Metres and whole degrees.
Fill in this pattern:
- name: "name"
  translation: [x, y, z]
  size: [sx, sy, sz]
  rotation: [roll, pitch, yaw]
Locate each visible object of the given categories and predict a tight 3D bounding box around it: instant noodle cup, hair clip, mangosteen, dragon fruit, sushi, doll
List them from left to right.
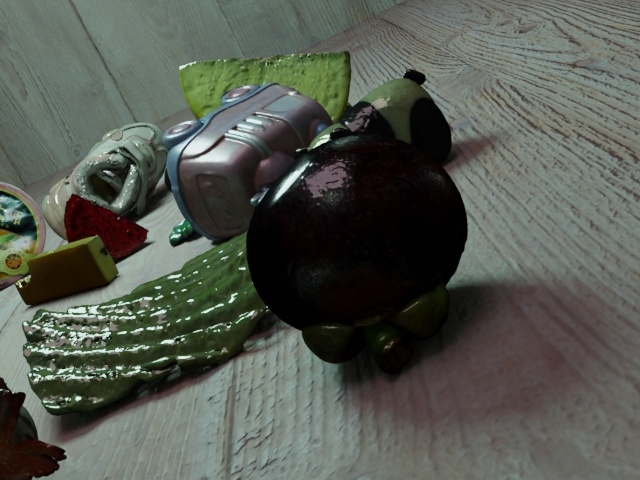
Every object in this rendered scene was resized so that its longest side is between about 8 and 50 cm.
- name: "sushi"
  translation: [-0.410, 0.243, 0.942]
  size: [0.332, 0.124, 0.130]
  rotation: [-19, 26, 30]
- name: "instant noodle cup"
  translation: [-0.743, -0.007, 2.051]
  size: [0.244, 0.244, 0.255]
  rotation: [-32, 9, -18]
- name: "dragon fruit"
  translation: [-0.416, -0.008, 1.714]
  size: [0.106, 0.162, 0.083]
  rotation: [-66, 18, -11]
- name: "hair clip"
  translation: [-0.192, -0.052, 1.644]
  size: [0.195, 0.052, 0.124]
  rotation: [-39, 10, -11]
- name: "mangosteen"
  translation: [0.044, 0.008, 0.870]
  size: [0.216, 0.216, 0.216]
  rotation: [-24, 17, 8]
- name: "doll"
  translation: [0.080, -0.142, 1.345]
  size: [0.234, 0.135, 0.143]
  rotation: [-36, 17, -16]

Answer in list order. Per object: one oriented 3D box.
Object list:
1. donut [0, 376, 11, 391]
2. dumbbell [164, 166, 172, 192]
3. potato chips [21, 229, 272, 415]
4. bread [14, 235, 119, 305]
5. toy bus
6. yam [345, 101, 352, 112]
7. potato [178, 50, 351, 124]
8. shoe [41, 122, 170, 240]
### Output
- name: "donut"
  translation: [-0.528, 0.219, 1.209]
  size: [0.187, 0.126, 0.144]
  rotation: [-17, 13, 30]
- name: "dumbbell"
  translation: [-0.305, -0.137, 1.995]
  size: [0.069, 0.069, 0.147]
  rotation: [-28, 18, -3]
- name: "potato chips"
  translation: [-0.194, 0.070, 1.184]
  size: [0.389, 0.097, 0.373]
  rotation: [-25, 16, 0]
- name: "bread"
  translation: [-0.463, 0.056, 1.638]
  size: [0.226, 0.088, 0.049]
  rotation: [-14, 23, 33]
- name: "toy bus"
  translation: [-0.088, -0.124, 1.462]
  size: [0.232, 0.197, 0.294]
  rotation: [8, 36, 45]
- name: "yam"
  translation: [0.012, -0.256, 1.950]
  size: [0.129, 0.027, 0.033]
  rotation: [-35, 18, -22]
- name: "potato"
  translation: [-0.087, -0.226, 1.778]
  size: [0.330, 0.212, 0.280]
  rotation: [-2, -4, 9]
- name: "shoe"
  translation: [-0.437, -0.143, 2.024]
  size: [0.198, 0.172, 0.351]
  rotation: [-20, 27, 53]
